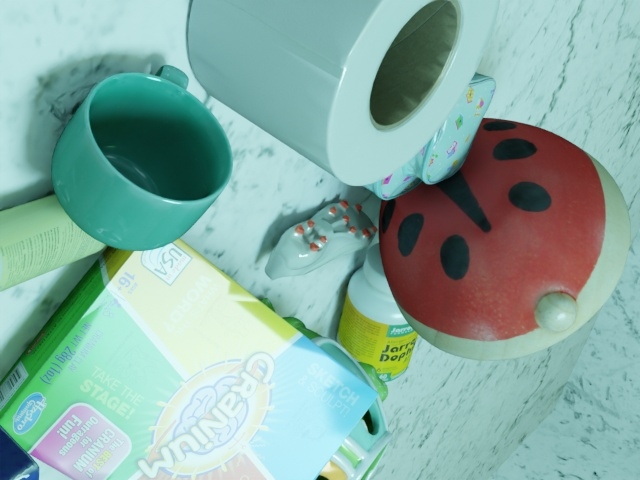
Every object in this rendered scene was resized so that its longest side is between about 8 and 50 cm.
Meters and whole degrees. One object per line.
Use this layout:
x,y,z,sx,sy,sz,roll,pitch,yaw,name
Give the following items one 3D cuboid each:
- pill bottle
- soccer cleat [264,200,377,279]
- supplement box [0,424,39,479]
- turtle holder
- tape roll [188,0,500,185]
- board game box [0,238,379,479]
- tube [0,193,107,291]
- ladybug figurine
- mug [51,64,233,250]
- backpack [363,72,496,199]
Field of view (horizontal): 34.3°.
0.090,0.104,1.495,0.118,0.118,0.208,-33,148,-39,pill bottle
0.000,0.000,1.277,0.076,0.068,0.196,-42,168,31,soccer cleat
-0.348,0.251,0.758,0.194,0.195,0.356,-34,153,-39,supplement box
-0.036,0.232,1.278,0.243,0.227,0.320,-58,166,-6,turtle holder
0.025,-0.194,0.934,0.246,0.169,0.246,-41,152,-28,tape roll
-0.127,0.157,1.023,0.316,0.064,0.242,40,84,-29,board game box
-0.238,0.001,0.851,0.240,0.070,0.062,-27,102,-54,tube
0.199,-0.025,1.262,0.305,0.449,0.162,-40,116,4,ladybug figurine
-0.143,-0.061,0.848,0.097,0.129,0.158,-44,175,39,mug
0.101,-0.137,1.185,0.166,0.144,0.188,-27,149,-55,backpack
